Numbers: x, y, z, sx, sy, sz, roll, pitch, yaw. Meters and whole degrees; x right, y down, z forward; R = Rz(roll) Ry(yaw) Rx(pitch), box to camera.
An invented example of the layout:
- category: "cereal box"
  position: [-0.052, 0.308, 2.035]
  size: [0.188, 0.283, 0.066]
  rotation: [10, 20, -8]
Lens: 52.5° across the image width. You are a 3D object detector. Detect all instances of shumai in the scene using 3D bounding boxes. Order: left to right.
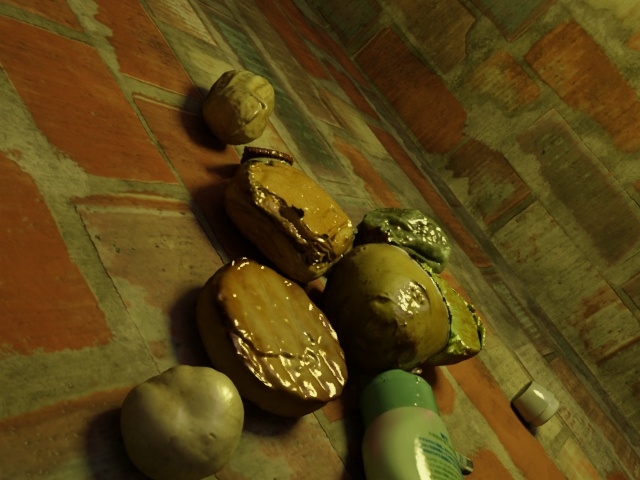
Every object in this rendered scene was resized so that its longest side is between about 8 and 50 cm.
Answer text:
- category: "shumai"
  position: [0.202, 0.041, 1.706]
  size: [0.260, 0.225, 0.222]
  rotation: [25, 31, 3]

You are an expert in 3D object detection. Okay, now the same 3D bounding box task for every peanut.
- category: "peanut"
  position: [-0.205, -0.328, 1.621]
  size: [0.174, 0.158, 0.340]
  rotation: [7, 32, 1]

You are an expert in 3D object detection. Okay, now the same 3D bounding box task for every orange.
- category: "orange"
  position: [0.248, 0.185, 1.579]
  size: [0.334, 0.196, 0.262]
  rotation: [31, 14, -47]

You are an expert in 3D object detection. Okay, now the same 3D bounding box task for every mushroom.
- category: "mushroom"
  position: [-0.173, 0.229, 0.818]
  size: [0.154, 0.122, 0.154]
  rotation: [6, 67, -15]

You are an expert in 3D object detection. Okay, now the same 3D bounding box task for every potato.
- category: "potato"
  position: [0.097, 0.142, 1.326]
  size: [0.196, 0.246, 0.299]
  rotation: [-17, 39, -42]

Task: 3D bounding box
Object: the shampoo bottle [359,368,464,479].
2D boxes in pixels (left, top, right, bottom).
- category: "shampoo bottle"
  position: [0.157, 0.380, 1.137]
  size: [0.222, 0.151, 0.349]
  rotation: [42, 23, -31]

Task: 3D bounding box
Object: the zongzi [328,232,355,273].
- category: "zongzi"
  position: [0.000, 0.000, 1.584]
  size: [0.176, 0.078, 0.160]
  rotation: [31, 26, -15]

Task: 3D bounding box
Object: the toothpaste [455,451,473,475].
- category: "toothpaste"
  position: [0.230, 0.434, 1.343]
  size: [0.239, 0.039, 0.062]
  rotation: [33, 33, -30]

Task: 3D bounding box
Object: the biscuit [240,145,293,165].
- category: "biscuit"
  position: [-0.126, -0.186, 1.528]
  size: [0.126, 0.025, 0.206]
  rotation: [4, -4, -6]

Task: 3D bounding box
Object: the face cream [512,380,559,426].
- category: "face cream"
  position: [0.639, 0.484, 1.929]
  size: [0.104, 0.117, 0.117]
  rotation: [43, 20, 11]

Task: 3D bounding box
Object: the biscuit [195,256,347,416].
- category: "biscuit"
  position: [-0.086, 0.167, 1.100]
  size: [0.296, 0.102, 0.296]
  rotation: [36, 25, -20]

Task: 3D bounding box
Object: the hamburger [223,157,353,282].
- category: "hamburger"
  position: [-0.073, -0.050, 1.384]
  size: [0.318, 0.158, 0.318]
  rotation: [37, 16, -13]
